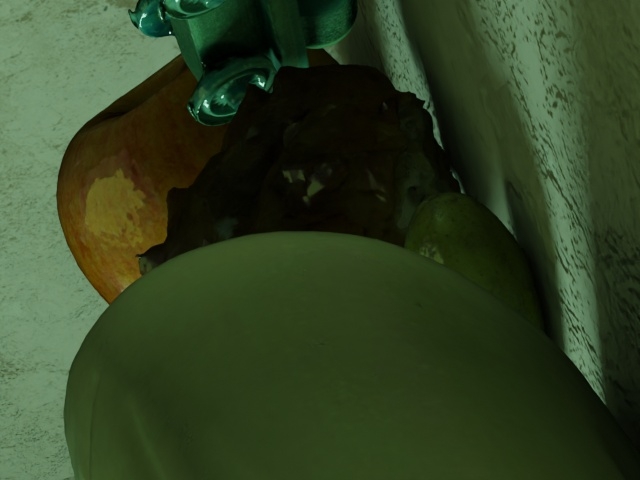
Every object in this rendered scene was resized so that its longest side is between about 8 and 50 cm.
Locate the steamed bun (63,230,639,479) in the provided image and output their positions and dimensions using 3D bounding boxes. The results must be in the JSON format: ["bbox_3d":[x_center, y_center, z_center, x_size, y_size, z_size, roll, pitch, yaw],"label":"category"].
[{"bbox_3d":[0.064,0.239,0.907,0.371,0.290,0.455,-121,18,-54],"label":"steamed bun"}]

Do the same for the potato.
[{"bbox_3d":[0.098,0.061,1.121,0.105,0.085,0.188,-106,-2,-58],"label":"potato"}]

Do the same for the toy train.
[{"bbox_3d":[-0.041,-0.202,1.270,0.120,0.194,0.298,57,172,20],"label":"toy train"}]

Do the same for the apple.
[{"bbox_3d":[-0.072,-0.030,1.579,0.275,0.299,0.299,60,177,-9],"label":"apple"}]

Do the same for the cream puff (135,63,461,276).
[{"bbox_3d":[0.000,0.000,1.254,0.155,0.241,0.269,39,-178,-36],"label":"cream puff"}]
